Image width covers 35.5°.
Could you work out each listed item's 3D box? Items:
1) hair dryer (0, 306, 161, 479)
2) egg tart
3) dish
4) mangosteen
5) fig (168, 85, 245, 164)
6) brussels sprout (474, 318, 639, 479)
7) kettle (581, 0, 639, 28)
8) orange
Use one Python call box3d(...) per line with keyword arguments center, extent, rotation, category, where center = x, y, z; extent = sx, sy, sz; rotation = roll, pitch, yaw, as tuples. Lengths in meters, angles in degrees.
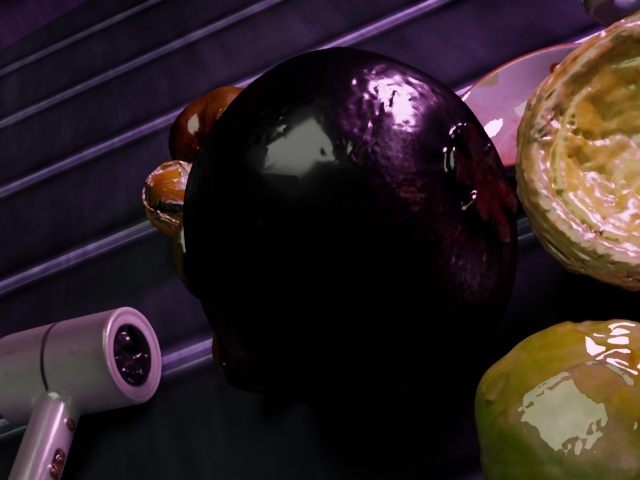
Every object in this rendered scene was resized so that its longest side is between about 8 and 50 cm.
box3d(center=(-0.335, 0.252, 1.228), extent=(0.203, 0.128, 0.362), rotation=(-14, 43, 21), category="hair dryer")
box3d(center=(0.379, -0.091, 1.066), extent=(0.345, 0.132, 0.345), rotation=(-14, 60, 24), category="egg tart")
box3d(center=(0.297, -0.151, 1.315), extent=(0.260, 0.085, 0.260), rotation=(-21, 34, 15), category="dish")
box3d(center=(0.000, 0.000, 1.083), extent=(0.435, 0.382, 0.382), rotation=(-19, 31, 38), category="mangosteen")
box3d(center=(-0.132, -0.198, 1.681), extent=(0.170, 0.145, 0.274), rotation=(-2, 27, 33), category="fig")
box3d(center=(0.232, 0.166, 0.847), extent=(0.223, 0.161, 0.223), rotation=(-25, 35, 19), category="brussels sprout")
box3d(center=(0.447, -0.288, 1.146), extent=(0.243, 0.210, 0.160), rotation=(-19, 71, 45), category="kettle")
box3d(center=(-0.186, -0.056, 1.531), extent=(0.170, 0.112, 0.160), rotation=(29, 51, 16), category="orange")
